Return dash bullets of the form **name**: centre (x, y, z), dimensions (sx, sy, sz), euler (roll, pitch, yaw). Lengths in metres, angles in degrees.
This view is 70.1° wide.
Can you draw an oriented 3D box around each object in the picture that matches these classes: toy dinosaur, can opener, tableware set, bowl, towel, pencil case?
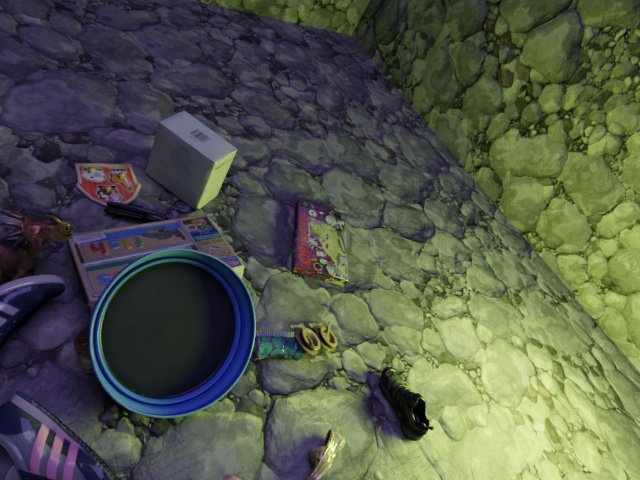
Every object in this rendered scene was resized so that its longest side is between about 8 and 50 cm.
- **toy dinosaur**: centre (-0.743, 0.033, 1.051), dimensions (0.127, 0.200, 0.295), euler (40, 41, 6)
- **can opener**: centre (-0.559, -0.083, 1.393), dimensions (0.186, 0.073, 0.059), euler (17, 51, -11)
- **tableware set**: centre (-0.002, 0.293, 1.373), dimensions (0.128, 0.039, 0.194), euler (57, 21, 23)
- **bowl**: centre (-0.345, 0.215, 1.091), dimensions (0.391, 0.077, 0.392), euler (3, 84, -36)
- **towel**: centre (-0.408, -0.042, 1.482), dimensions (0.110, 0.027, 0.148), euler (43, 41, 8)
- **pencil case**: centre (-0.121, 0.311, 1.310), dimensions (0.151, 0.064, 0.070), euler (9, 69, -26)

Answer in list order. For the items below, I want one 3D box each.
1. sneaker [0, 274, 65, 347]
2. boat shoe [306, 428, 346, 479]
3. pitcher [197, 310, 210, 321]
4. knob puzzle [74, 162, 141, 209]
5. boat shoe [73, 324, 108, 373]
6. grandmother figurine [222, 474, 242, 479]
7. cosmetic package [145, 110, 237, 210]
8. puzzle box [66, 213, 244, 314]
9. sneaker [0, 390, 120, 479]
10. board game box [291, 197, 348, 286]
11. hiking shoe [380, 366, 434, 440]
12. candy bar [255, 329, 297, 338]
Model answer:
- **sneaker**: centre (-0.710, 0.201, 0.985), dimensions (0.350, 0.131, 0.148), euler (-31, 79, -41)
- **boat shoe**: centre (0.003, 0.554, 1.172), dimensions (0.059, 0.063, 0.170), euler (41, 31, 10)
- **pitcher**: centre (-0.303, 0.222, 1.242), dimensions (0.207, 0.125, 0.178), euler (-4, 76, -40)
- **knob puzzle**: centre (-0.663, -0.178, 1.437), dimensions (0.213, 0.030, 0.213), euler (19, 43, -19)
- **boat shoe**: centre (-0.491, 0.212, 1.154), dimensions (0.104, 0.089, 0.285), euler (21, 34, 20)
- **grandmother figurine**: centre (-0.261, 0.578, 0.873), dimensions (0.342, 0.207, 0.104), euler (-11, 84, -58)
- **cosmetic package**: centre (-0.434, -0.265, 1.524), dimensions (0.224, 0.225, 0.138), euler (37, 38, 1)
- **puzzle box**: centre (-0.454, 0.047, 1.269), dimensions (0.408, 0.052, 0.272), euler (-13, 45, -35)
- **sneaker**: centre (-0.526, 0.446, 0.898), dimensions (0.319, 0.112, 0.131), euler (37, 57, 6)
- **board game box**: centre (0.000, 0.000, 1.705), dimensions (0.208, 0.056, 0.347), euler (15, 45, -16)
- **hiking shoe**: centre (0.268, 0.476, 1.379), dimensions (0.086, 0.114, 0.227), euler (-5, 54, -37)
- **candy bar**: centre (-0.143, 0.283, 1.359), dimensions (0.161, 0.018, 0.040), euler (8, 48, -27)
